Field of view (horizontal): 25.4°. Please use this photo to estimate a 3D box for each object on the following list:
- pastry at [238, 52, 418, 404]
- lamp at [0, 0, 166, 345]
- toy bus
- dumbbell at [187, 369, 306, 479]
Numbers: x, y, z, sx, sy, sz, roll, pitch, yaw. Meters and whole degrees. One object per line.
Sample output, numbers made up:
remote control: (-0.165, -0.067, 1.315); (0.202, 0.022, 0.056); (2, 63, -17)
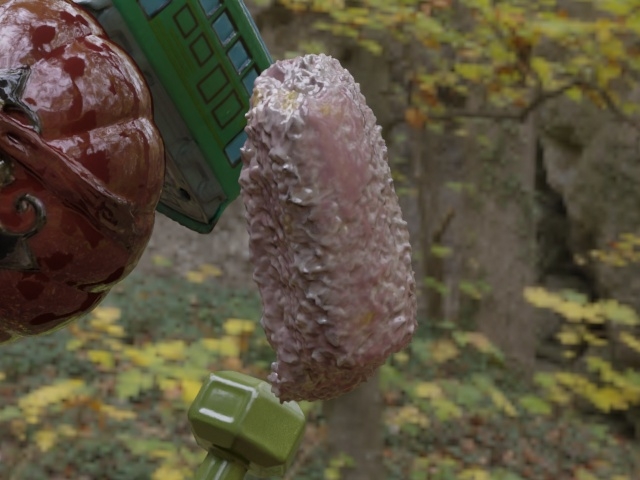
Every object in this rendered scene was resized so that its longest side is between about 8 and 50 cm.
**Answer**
pastry: (0.006, 0.006, 0.996); (0.103, 0.265, 0.112); (-16, 25, -23)
lamp: (-0.276, -0.063, 1.153); (0.303, 0.303, 0.257); (2, 6, 10)
toy bus: (-0.168, -0.198, 1.543); (0.183, 0.199, 0.343); (27, -27, 44)
dumbbell: (-0.119, 0.269, 1.325); (0.121, 0.302, 0.108); (15, -22, 35)
